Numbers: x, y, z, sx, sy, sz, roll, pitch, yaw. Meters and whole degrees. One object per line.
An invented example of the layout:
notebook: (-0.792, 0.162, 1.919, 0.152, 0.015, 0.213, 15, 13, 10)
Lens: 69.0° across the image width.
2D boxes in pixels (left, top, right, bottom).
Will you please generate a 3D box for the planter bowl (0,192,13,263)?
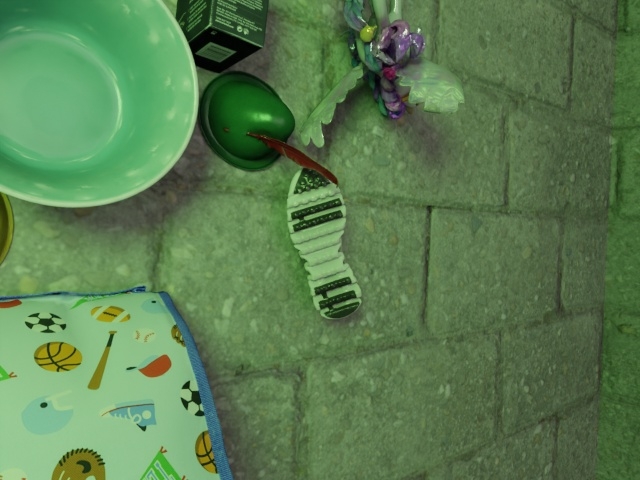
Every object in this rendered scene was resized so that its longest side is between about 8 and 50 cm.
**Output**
planter bowl: (-0.485, -0.020, 0.542, 0.217, 0.090, 0.217, -2, 93, -36)

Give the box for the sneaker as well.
sneaker: (0.000, 0.000, 0.887, 0.110, 0.118, 0.291, -11, 104, -3)

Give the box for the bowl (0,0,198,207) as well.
bowl: (-0.334, -0.195, 0.599, 0.312, 0.163, 0.311, -2, 93, -36)

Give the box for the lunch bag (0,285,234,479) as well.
lunch bag: (-0.313, 0.240, 0.570, 0.328, 0.239, 0.385, -1, 55, -37)

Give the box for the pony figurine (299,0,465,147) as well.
pony figurine: (0.114, -0.355, 0.862, 0.351, 0.303, 0.363, -61, 142, -48)

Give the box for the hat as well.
hat: (-0.073, -0.206, 0.778, 0.209, 0.184, 0.172, 28, 76, -34)

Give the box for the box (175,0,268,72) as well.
box: (-0.155, -0.368, 0.725, 0.093, 0.156, 0.158, 7, 88, -37)
